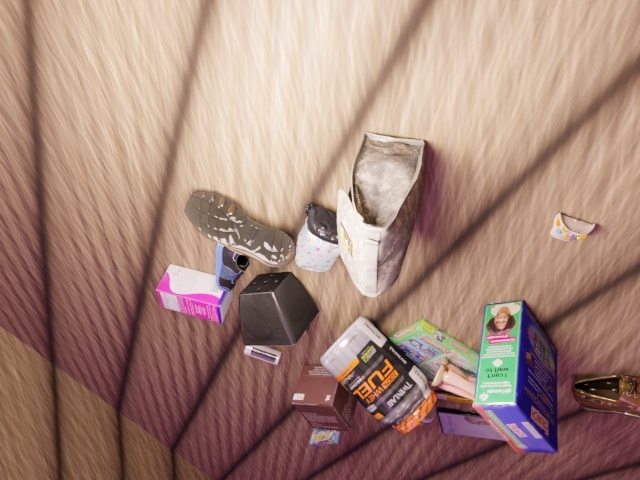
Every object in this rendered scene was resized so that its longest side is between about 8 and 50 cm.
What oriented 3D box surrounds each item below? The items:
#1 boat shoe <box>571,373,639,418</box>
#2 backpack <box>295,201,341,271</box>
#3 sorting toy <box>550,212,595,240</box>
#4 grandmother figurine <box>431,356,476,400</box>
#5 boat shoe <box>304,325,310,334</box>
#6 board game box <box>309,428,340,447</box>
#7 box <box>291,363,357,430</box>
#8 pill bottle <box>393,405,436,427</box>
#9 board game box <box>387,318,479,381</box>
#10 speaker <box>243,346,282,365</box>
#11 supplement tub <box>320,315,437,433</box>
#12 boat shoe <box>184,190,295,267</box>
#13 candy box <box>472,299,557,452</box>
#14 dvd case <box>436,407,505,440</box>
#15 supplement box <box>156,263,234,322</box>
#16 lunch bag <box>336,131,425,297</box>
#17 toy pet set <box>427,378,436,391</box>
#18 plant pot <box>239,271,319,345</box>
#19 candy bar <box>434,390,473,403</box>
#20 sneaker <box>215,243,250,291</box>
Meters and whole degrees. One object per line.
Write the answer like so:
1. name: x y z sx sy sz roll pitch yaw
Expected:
1. boat shoe: 0.895 0.448 1.607 0.307 0.110 0.104 -17 130 36
2. backpack: 0.000 0.000 1.448 0.152 0.115 0.182 24 144 -9
3. sorting toy: 0.565 -0.019 1.262 0.083 0.044 0.075 18 160 2
4. grandmother figurine: 0.513 0.469 1.660 0.342 0.208 0.104 26 114 16
5. boat shoe: -0.066 0.250 1.824 0.049 0.042 0.133 6 126 30
6. board game box: 0.037 0.707 2.185 0.035 0.201 0.136 38 137 -22
7. box: 0.025 0.591 2.082 0.169 0.167 0.203 -4 135 26
8. pill bottle: 0.340 0.650 2.073 0.103 0.103 0.184 29 139 -12
9. board game box: 0.380 0.380 1.789 0.317 0.046 0.213 33 138 -16
10. speaker: -0.217 0.420 2.072 0.136 0.055 0.055 20 141 0
11. supplement tub: 0.181 0.415 1.704 0.338 0.207 0.207 43 141 8
12. boat shoe: -0.222 -0.017 1.515 0.324 0.122 0.120 32 167 0
13. candy box: 0.537 0.368 1.495 0.122 0.317 0.268 -17 128 36
14. dvd case: 0.577 0.697 2.095 0.253 0.022 0.180 0 137 22
15. supplement box: -0.409 0.174 1.818 0.220 0.111 0.114 15 141 7
16. lunch bag: 0.123 -0.050 1.204 0.169 0.287 0.235 10 141 11
17. toy pet set: 0.335 0.498 1.892 0.114 0.065 0.122 37 168 -36
18. plant pot: -0.143 0.199 1.688 0.188 0.187 0.167 -7 112 29
19. candy bar: 0.471 0.563 1.985 0.162 0.018 0.040 6 136 16
20. sneaker: -0.262 0.085 1.679 0.090 0.081 0.232 20 140 11
